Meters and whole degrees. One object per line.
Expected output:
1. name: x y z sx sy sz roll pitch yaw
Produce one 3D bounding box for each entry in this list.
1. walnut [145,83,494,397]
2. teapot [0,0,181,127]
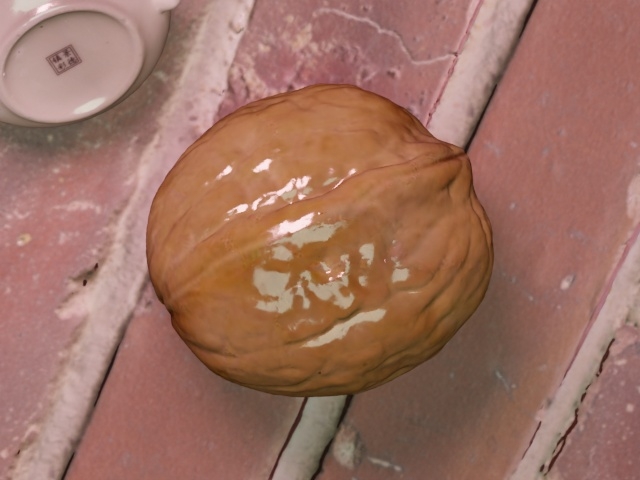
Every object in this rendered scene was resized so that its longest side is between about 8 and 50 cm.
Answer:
1. walnut: 0.000 0.000 1.666 0.313 0.277 0.252 -28 144 -4
2. teapot: -0.224 -0.208 1.615 0.299 0.166 0.208 -34 131 -8
